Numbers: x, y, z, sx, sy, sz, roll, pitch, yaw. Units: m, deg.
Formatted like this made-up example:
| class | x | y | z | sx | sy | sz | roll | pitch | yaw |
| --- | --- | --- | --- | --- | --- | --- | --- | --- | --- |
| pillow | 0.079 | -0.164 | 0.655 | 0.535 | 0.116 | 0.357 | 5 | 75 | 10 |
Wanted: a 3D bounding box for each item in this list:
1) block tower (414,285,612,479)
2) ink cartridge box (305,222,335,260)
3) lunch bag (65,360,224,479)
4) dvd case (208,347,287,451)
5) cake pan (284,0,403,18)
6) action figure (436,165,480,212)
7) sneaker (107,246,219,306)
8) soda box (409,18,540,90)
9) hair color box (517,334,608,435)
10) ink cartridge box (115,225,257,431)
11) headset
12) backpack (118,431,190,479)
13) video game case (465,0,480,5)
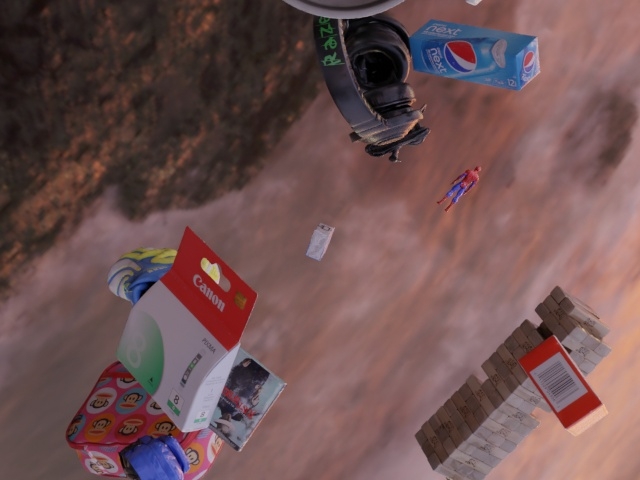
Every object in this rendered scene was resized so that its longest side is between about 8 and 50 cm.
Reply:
| class | x | y | z | sx | sy | sz | roll | pitch | yaw |
| --- | --- | --- | --- | --- | --- | --- | --- | --- | --- |
| block tower | 0.282 | 0.227 | 1.697 | 0.097 | 0.091 | 0.335 | 31 | 107 | -32 |
| ink cartridge box | 0.000 | 0.000 | 1.949 | 0.083 | 0.028 | 0.048 | -54 | 165 | -77 |
| lunch bag | -0.300 | 0.318 | 2.125 | 0.258 | 0.293 | 0.120 | -61 | 139 | -43 |
| dvd case | -0.114 | 0.224 | 1.608 | 0.119 | 0.087 | 0.013 | -55 | 164 | 8 |
| cake pan | 0.030 | -0.436 | 1.496 | 0.293 | 0.293 | 0.054 | -53 | -177 | 4 |
| action figure | 0.290 | -0.111 | 2.361 | 0.115 | 0.038 | 0.030 | -46 | -178 | 2 |
| sneaker | -0.276 | 0.064 | 1.772 | 0.126 | 0.240 | 0.091 | -26 | 102 | -49 |
| soda box | 0.254 | -0.308 | 1.889 | 0.071 | 0.210 | 0.067 | -42 | 133 | -35 |
| hair color box | 0.278 | 0.167 | 1.296 | 0.053 | 0.093 | 0.167 | -35 | 162 | 5 |
| ink cartridge box | -0.188 | 0.121 | 1.573 | 0.056 | 0.181 | 0.225 | -6 | 126 | -44 |
| headset | 0.079 | -0.259 | 1.987 | 0.185 | 0.243 | 0.394 | -18 | 151 | 25 |
| backpack | -0.263 | 0.357 | 1.819 | 0.101 | 0.098 | 0.120 | -36 | -173 | -13 |
| video game case | 0.215 | -0.360 | 1.280 | 0.143 | 0.019 | 0.157 | 148 | -41 | -69 |
